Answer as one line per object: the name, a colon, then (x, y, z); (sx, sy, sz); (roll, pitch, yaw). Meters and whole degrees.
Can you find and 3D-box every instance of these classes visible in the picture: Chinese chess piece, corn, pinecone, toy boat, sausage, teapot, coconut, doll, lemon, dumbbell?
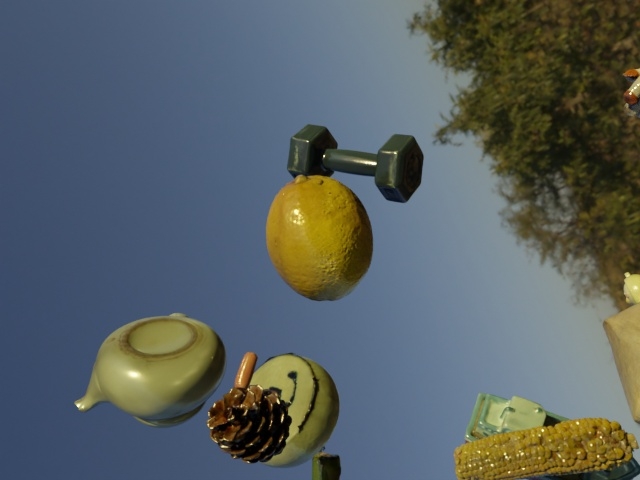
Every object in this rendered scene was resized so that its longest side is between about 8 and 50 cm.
Chinese chess piece: (-0.108, 0.522, 2.378); (0.146, 0.349, 0.349); (42, -153, -38)
corn: (0.400, 0.379, 1.380); (0.097, 0.320, 0.097); (-13, -90, -78)
pinecone: (-0.170, 0.421, 1.780); (0.204, 0.184, 0.179); (31, -128, -40)
toy boat: (0.461, 0.402, 1.527); (0.133, 0.332, 0.145); (93, -158, -50)
sausage: (-0.158, 0.278, 1.641); (0.034, 0.034, 0.083); (41, -121, -48)
teapot: (-0.242, 0.195, 1.293); (0.318, 0.220, 0.149); (-44, -39, -59)
coconut: (0.668, 0.208, 1.386); (0.329, 0.329, 0.329); (52, -159, -29)
doll: (0.931, 0.204, 2.181); (0.141, 0.117, 0.296); (32, -156, -34)
lemon: (-0.001, -0.004, 1.629); (0.263, 0.236, 0.236); (49, -158, -31)
dumbbell: (0.080, -0.186, 1.830); (0.143, 0.316, 0.156); (-9, -73, -59)

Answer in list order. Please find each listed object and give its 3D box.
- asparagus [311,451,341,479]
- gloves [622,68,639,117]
asparagus: (0.011, 0.591, 1.626); (0.067, 0.060, 0.277); (4, -104, -23)
gloves: (0.859, -0.390, 1.925); (0.140, 0.219, 0.131); (68, 157, 2)
